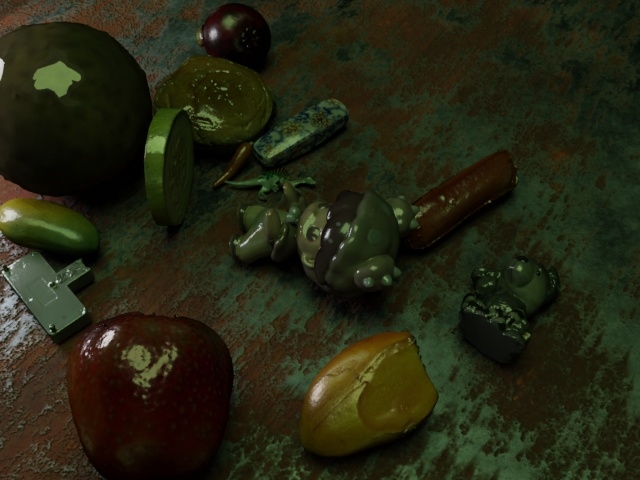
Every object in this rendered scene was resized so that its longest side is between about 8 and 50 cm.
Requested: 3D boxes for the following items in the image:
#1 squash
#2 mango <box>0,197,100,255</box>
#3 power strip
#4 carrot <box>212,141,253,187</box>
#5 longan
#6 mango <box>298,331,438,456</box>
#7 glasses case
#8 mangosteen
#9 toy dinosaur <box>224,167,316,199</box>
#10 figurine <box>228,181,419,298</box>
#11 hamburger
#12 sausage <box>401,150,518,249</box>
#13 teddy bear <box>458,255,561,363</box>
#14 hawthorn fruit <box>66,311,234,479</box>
[{"bbox_3d":[-0.316,-0.152,1.759,0.048,0.252,0.252,3,51,3],"label":"squash"},{"bbox_3d":[-0.570,-0.028,1.762,0.237,0.091,0.137,15,27,2],"label":"mango"},{"bbox_3d":[-0.535,0.093,1.690,0.145,0.061,0.215,-36,59,-23],"label":"power strip"},{"bbox_3d":[-0.196,-0.172,1.899,0.035,0.035,0.142,32,79,24],"label":"carrot"},{"bbox_3d":[-0.561,-0.285,1.818,0.390,0.391,0.391,-1,51,1],"label":"longan"},{"bbox_3d":[0.069,0.281,1.478,0.256,0.138,0.187,-23,72,-12],"label":"mango"},{"bbox_3d":[-0.044,-0.253,1.950,0.247,0.065,0.087,-31,52,-18],"label":"glasses case"},{"bbox_3d":[-0.225,-0.515,2.114,0.199,0.200,0.200,-1,51,1],"label":"mangosteen"},{"bbox_3d":[-0.110,-0.138,1.882,0.187,0.044,0.106,10,38,26],"label":"toy dinosaur"},{"bbox_3d":[-0.001,0.000,1.679,0.380,0.203,0.248,6,44,21],"label":"figurine"},{"bbox_3d":[-0.252,-0.327,1.974,0.265,0.134,0.285,16,55,16],"label":"hamburger"},{"bbox_3d":[0.291,-0.090,1.791,0.330,0.102,0.102,-32,57,-21],"label":"sausage"},{"bbox_3d":[0.354,0.105,1.608,0.171,0.144,0.251,12,48,29],"label":"teddy bear"},{"bbox_3d":[-0.280,0.295,1.410,0.284,0.285,0.369,-9,73,-6],"label":"hawthorn fruit"}]
